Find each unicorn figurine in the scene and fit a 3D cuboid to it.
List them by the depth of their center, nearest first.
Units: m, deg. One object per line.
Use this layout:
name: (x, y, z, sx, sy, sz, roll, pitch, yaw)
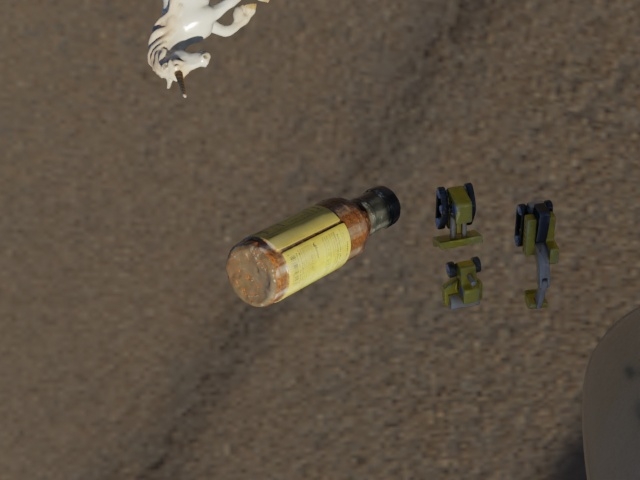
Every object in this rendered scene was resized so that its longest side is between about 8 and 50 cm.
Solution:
unicorn figurine: (-0.097, -0.189, 1.255, 0.162, 0.111, 0.060, 65, 155, 7)

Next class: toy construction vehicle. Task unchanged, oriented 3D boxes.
toy construction vehicle: (0.120, 0.008, 1.102, 0.035, 0.086, 0.098, -117, 25, -55)

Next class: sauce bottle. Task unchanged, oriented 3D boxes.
sauce bottle: (0.000, 0.000, 0.941, 0.042, 0.128, 0.042, 17, 118, 36)

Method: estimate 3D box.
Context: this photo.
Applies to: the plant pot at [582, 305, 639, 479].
plant pot: (0.271, 0.145, 1.023, 0.274, 0.256, 0.256, -121, 46, -68)
